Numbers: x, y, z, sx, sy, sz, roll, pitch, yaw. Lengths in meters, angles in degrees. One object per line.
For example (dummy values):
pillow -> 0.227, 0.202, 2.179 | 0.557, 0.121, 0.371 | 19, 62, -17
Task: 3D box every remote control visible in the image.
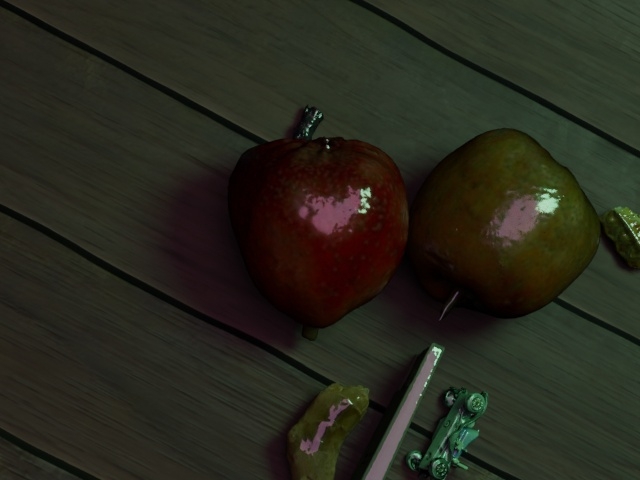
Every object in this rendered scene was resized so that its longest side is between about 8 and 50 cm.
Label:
remote control -> 0.107, 0.279, 1.761 | 0.038, 0.123, 0.285 | 29, 73, 0

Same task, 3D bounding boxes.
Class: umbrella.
umbrella -> -0.039, -0.146, 1.877 | 0.040, 0.037, 0.144 | 31, 72, -14

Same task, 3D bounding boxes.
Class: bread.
bread -> 0.494, -0.007, 1.912 | 0.066, 0.060, 0.110 | -34, 83, 2

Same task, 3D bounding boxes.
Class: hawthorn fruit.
hawthorn fruit -> 0.251, -0.006, 1.783 | 0.268, 0.268, 0.301 | 42, 79, 2
hawthorn fruit -> 0.000, 0.000, 1.748 | 0.265, 0.265, 0.307 | 2, 99, -8

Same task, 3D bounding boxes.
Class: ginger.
ginger -> 0.005, 0.288, 1.770 | 0.095, 0.069, 0.190 | 32, 76, 5

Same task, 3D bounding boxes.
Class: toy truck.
toy truck -> 0.202, 0.294, 1.797 | 0.078, 0.080, 0.154 | 38, 74, -21
